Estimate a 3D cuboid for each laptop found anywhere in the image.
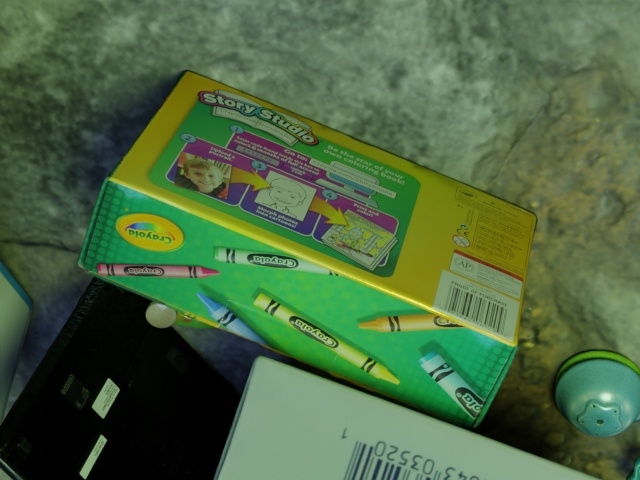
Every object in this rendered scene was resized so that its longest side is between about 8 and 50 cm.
[{"bbox_3d":[-0.152,0.197,1.025,0.136,0.234,0.264,-33,109,27],"label":"laptop"}]

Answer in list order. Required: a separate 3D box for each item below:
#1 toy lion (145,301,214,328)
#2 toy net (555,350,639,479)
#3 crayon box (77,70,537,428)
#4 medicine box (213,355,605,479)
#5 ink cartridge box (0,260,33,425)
[{"bbox_3d":[-0.079,0.026,1.028,0.096,0.034,0.100,12,123,-2],"label":"toy lion"},{"bbox_3d":[0.260,0.184,1.032,0.122,0.045,0.232,-12,119,18],"label":"toy net"},{"bbox_3d":[0.000,0.000,0.910,0.278,0.165,0.081,22,123,0],"label":"crayon box"},{"bbox_3d":[0.056,0.205,0.943,0.263,0.289,0.149,19,78,2],"label":"medicine box"},{"bbox_3d":[-0.458,0.044,0.988,0.395,0.166,0.285,1,150,14],"label":"ink cartridge box"}]
